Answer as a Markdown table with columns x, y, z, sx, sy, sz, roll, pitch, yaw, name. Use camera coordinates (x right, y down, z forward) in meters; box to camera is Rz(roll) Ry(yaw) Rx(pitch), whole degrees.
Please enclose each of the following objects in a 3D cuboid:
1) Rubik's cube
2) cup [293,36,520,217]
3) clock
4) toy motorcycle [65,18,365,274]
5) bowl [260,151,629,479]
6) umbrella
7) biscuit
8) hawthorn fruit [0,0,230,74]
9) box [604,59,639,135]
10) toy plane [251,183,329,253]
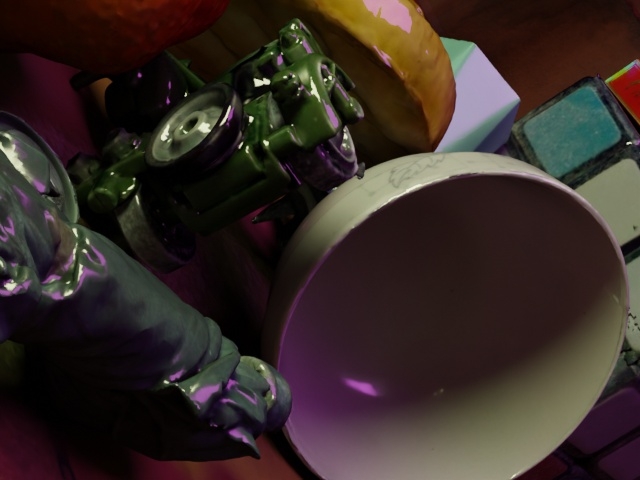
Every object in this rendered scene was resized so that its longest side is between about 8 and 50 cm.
| x | y | z | sx | sy | sz | roll | pitch | yaw | name |
| --- | --- | --- | --- | --- | --- | --- | --- | --- | --- |
| 0.282 | 0.099 | 1.396 | 0.362 | 0.363 | 0.358 | 36 | 26 | -50 | Rubik's cube |
| 0.081 | -0.087 | 1.270 | 0.134 | 0.235 | 0.148 | 33 | -29 | 18 | cup |
| -0.178 | -0.039 | 0.756 | 0.085 | 0.017 | 0.085 | 54 | 15 | -22 | clock |
| -0.069 | -0.087 | 0.863 | 0.127 | 0.205 | 0.275 | 53 | 21 | -24 | toy motorcycle |
| 0.080 | 0.053 | 0.984 | 0.287 | 0.287 | 0.144 | 52 | -1 | -31 | bowl |
| -0.117 | 0.046 | 0.649 | 0.349 | 0.094 | 0.143 | 42 | 17 | -57 | umbrella |
| -0.024 | -0.155 | 1.024 | 0.296 | 0.296 | 0.102 | 49 | 62 | -38 | biscuit |
| -0.150 | -0.237 | 0.774 | 0.207 | 0.207 | 0.243 | -100 | -170 | -53 | hawthorn fruit |
| 0.390 | -0.106 | 1.390 | 0.175 | 0.048 | 0.112 | 48 | 12 | -37 | box |
| -0.010 | 0.005 | 1.111 | 0.262 | 0.088 | 0.192 | 51 | 12 | -40 | toy plane |
